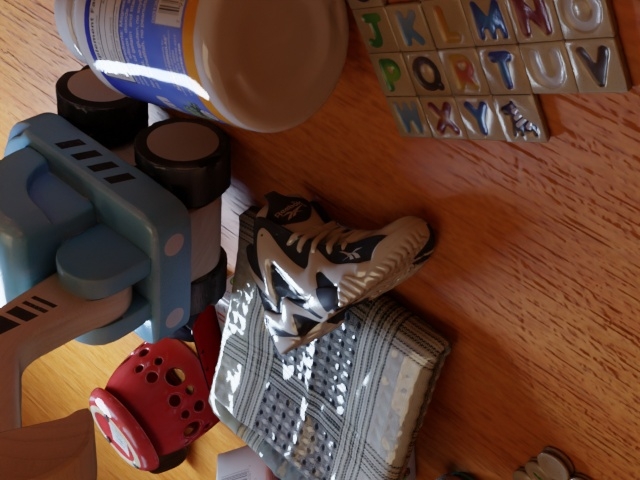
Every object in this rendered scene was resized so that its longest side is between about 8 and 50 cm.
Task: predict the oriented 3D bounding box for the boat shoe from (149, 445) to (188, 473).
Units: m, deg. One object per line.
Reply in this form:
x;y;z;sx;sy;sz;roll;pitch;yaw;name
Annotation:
-0.322;0.386;1.863;0.257;0.095;0.095;102;147;-57;boat shoe

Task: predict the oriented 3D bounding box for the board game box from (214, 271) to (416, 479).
-0.010;0.185;1.191;0.305;0.053;0.193;31;144;33;board game box

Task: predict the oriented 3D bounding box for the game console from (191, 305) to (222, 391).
-0.165;0.114;1.288;0.124;0.085;0.144;38;150;36;game console

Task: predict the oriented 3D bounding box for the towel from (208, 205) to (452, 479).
-0.016;0.164;1.068;0.312;0.056;0.324;34;127;31;towel

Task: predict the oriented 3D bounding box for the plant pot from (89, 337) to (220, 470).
-0.285;0.277;1.576;0.191;0.174;0.191;38;148;28;plant pot

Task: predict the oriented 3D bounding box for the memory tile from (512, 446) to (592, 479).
0.265;0.278;0.941;0.148;0.012;0.113;45;151;13;memory tile

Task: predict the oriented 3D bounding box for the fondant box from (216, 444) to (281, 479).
-0.070;0.529;1.506;0.238;0.096;0.330;-98;-13;-60;fondant box

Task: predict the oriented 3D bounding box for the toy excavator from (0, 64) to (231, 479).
-0.267;0.049;0.967;0.433;0.445;0.222;34;137;28;toy excavator

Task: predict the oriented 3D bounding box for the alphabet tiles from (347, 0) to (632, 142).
0.107;-0.159;0.670;0.237;0.009;0.198;10;131;51;alphabet tiles

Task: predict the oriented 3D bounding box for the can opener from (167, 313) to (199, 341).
-0.246;0.085;1.432;0.186;0.073;0.059;44;-170;20;can opener

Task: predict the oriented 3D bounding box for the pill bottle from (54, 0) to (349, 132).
-0.118;-0.189;0.811;0.272;0.152;0.152;20;139;45;pill bottle

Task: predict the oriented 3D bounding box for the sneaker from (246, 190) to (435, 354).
0.000;0.000;0.917;0.153;0.094;0.235;60;141;11;sneaker

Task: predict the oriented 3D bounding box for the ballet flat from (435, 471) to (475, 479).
0.211;0.420;1.087;0.316;0.106;0.107;52;152;-1;ballet flat
